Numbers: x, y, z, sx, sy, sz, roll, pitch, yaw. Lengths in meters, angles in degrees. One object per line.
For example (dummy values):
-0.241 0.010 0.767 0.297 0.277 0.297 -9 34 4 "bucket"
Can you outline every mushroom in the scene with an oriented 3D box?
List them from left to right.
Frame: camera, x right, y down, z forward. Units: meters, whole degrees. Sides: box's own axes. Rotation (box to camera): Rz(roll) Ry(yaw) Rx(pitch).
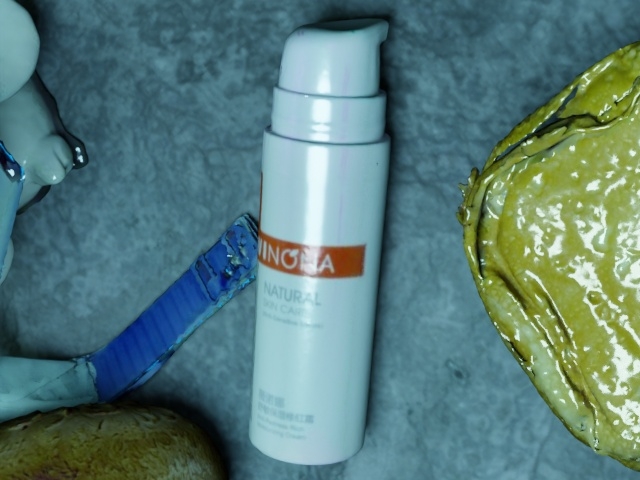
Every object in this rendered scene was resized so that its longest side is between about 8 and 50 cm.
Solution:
-0.216 0.235 1.097 0.297 0.278 0.163 -23 54 16 "mushroom"

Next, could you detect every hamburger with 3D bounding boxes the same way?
0.256 0.005 0.886 0.319 0.158 0.318 5 105 21 "hamburger"

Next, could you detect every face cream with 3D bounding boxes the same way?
0.000 0.000 1.019 0.102 0.102 0.345 8 106 20 "face cream"

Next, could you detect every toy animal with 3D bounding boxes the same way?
-0.315 -0.061 1.053 0.174 0.289 0.249 9 126 17 "toy animal"

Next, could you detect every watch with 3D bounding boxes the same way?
-0.219 0.053 1.041 0.274 0.276 0.068 -41 52 26 "watch"
